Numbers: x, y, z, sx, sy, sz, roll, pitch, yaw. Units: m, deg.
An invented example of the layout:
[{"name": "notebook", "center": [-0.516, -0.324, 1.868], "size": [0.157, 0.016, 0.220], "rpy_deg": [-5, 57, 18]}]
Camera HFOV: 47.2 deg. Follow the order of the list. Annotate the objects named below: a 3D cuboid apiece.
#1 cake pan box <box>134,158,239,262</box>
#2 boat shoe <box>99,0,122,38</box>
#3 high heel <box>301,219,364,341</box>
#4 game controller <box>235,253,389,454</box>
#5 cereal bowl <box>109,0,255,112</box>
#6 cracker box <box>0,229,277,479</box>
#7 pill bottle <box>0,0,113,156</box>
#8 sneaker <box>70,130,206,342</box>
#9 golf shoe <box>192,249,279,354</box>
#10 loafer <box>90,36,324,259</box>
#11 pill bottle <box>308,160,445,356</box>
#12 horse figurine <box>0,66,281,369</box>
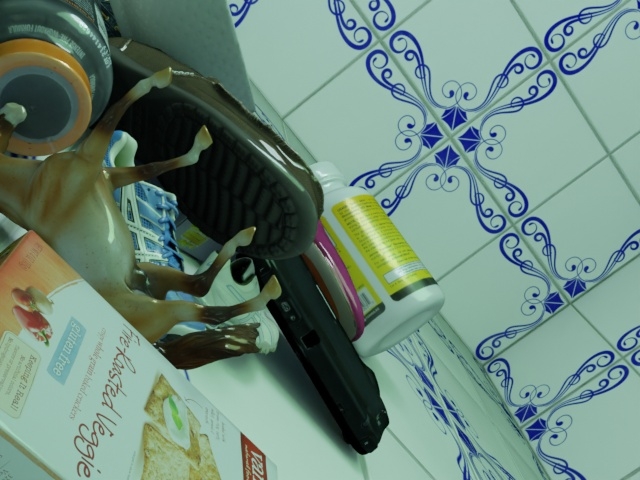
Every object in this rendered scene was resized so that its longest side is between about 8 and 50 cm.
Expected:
[{"name": "cake pan box", "center": [-0.157, -0.069, 0.969], "size": [0.267, 0.070, 0.246], "rpy_deg": [58, 8, 31]}, {"name": "boat shoe", "center": [-0.335, -0.365, 1.166], "size": [0.183, 0.083, 0.065], "rpy_deg": [54, 8, 9]}, {"name": "high heel", "center": [0.000, 0.000, 1.132], "size": [0.181, 0.127, 0.377], "rpy_deg": [-4, 47, -40]}, {"name": "game controller", "center": [-0.007, 0.107, 0.898], "size": [0.319, 0.067, 0.166], "rpy_deg": [61, 3, -19]}, {"name": "cereal bowl", "center": [-0.198, -0.314, 0.979], "size": [0.339, 0.141, 0.339], "rpy_deg": [163, -90, -87]}, {"name": "cracker box", "center": [-0.115, 0.120, 0.401], "size": [0.232, 0.067, 0.156], "rpy_deg": [50, 9, -21]}, {"name": "pill bottle", "center": [-0.252, -0.169, 0.641], "size": [0.130, 0.130, 0.246], "rpy_deg": [46, 10, -39]}, {"name": "sneaker", "center": [-0.158, -0.003, 0.635], "size": [0.211, 0.081, 0.080], "rpy_deg": [55, 7, 9]}, {"name": "golf shoe", "center": [-0.076, 0.063, 0.738], "size": [0.069, 0.086, 0.176], "rpy_deg": [22, -6, 22]}, {"name": "loafer", "center": [-0.121, -0.123, 0.782], "size": [0.366, 0.134, 0.130], "rpy_deg": [40, 42, 21]}, {"name": "pill bottle", "center": [0.059, 0.026, 1.326], "size": [0.334, 0.188, 0.188], "rpy_deg": [56, 9, 19]}, {"name": "horse figurine", "center": [-0.140, 0.000, 0.542], "size": [0.066, 0.174, 0.263], "rpy_deg": [-110, 174, -75]}]
